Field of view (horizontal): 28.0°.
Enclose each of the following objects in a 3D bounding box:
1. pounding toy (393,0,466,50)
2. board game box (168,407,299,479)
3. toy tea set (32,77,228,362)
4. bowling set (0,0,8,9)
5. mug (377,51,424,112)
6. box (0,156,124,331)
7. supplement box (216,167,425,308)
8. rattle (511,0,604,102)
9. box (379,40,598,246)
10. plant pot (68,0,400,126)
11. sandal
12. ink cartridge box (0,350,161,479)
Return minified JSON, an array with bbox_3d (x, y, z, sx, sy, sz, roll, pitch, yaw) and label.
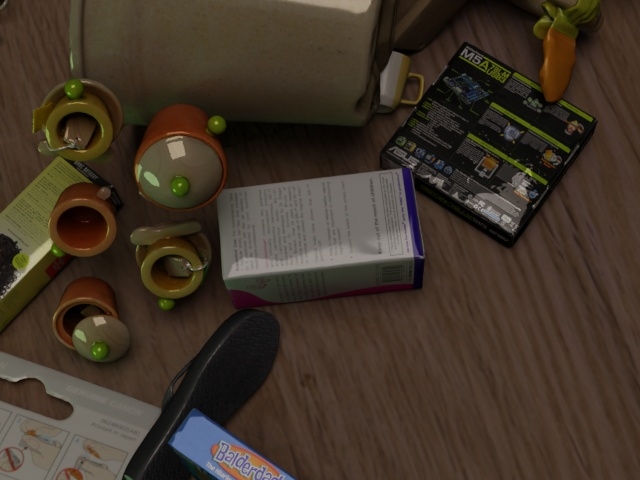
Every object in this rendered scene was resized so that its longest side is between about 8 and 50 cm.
[{"bbox_3d":[0.116,-0.364,1.533,0.206,0.094,0.181,-46,69,28],"label":"pounding toy"},{"bbox_3d":[-0.065,0.253,1.303,0.160,0.210,0.047,33,74,13],"label":"board game box"},{"bbox_3d":[-0.202,-0.004,1.360,0.200,0.336,0.124,1,32,-7],"label":"toy tea set"},{"bbox_3d":[-0.536,-0.351,1.560,0.287,0.200,0.154,5,71,9],"label":"bowling set"},{"bbox_3d":[0.082,-0.187,1.538,0.078,0.062,0.064,5,78,12],"label":"mug"},{"bbox_3d":[-0.339,0.006,1.485,0.087,0.058,0.232,36,75,19],"label":"box"},{"bbox_3d":[0.000,0.000,1.444,0.220,0.111,0.114,-7,70,0],"label":"supplement box"},{"bbox_3d":[0.229,-0.264,1.548,0.199,0.130,0.143,23,106,21],"label":"rattle"},{"bbox_3d":[0.197,-0.116,1.513,0.190,0.045,0.184,33,72,14],"label":"box"},{"bbox_3d":[-0.075,-0.257,1.423,0.305,0.334,0.334,11,71,7],"label":"plant pot"},{"bbox_3d":[-0.139,0.173,1.404,0.054,0.097,0.254,24,70,39],"label":"sandal"},{"bbox_3d":[-0.382,0.310,1.386,0.308,0.091,0.385,17,55,9],"label":"ink cartridge box"}]
